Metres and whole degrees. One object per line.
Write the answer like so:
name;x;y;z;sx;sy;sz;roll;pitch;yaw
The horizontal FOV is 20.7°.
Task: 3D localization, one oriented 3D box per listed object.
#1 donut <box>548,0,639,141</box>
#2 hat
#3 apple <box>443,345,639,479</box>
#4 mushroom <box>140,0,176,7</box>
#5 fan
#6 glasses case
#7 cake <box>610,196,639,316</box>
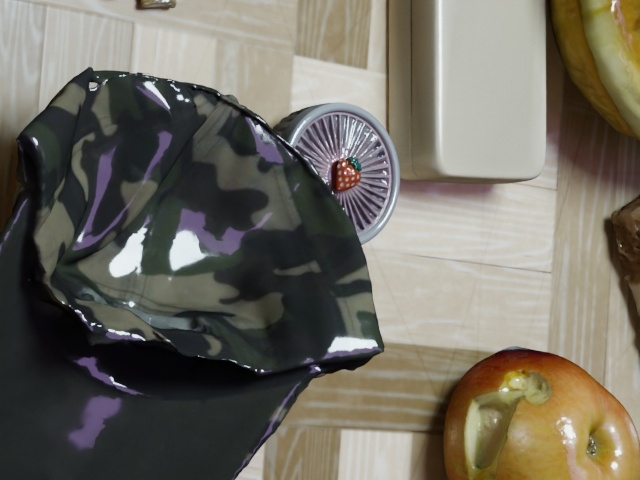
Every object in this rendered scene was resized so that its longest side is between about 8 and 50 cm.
donut;0.384;-0.291;1.742;0.449;0.198;0.449;3;85;-48
hat;-0.172;0.071;1.403;0.381;0.257;0.366;-44;118;13
apple;0.207;0.194;1.629;0.199;0.199;0.199;1;88;-36
mushroom;-0.140;-0.221;1.487;0.101;0.019;0.049;-8;94;-35
fan;0.000;0.000;1.549;0.130;0.074;0.244;11;83;-36
glasses case;0.139;-0.223;1.655;0.144;0.076;0.336;2;87;-35
cake;0.494;0.053;1.802;0.282;0.255;0.290;-30;110;-34
